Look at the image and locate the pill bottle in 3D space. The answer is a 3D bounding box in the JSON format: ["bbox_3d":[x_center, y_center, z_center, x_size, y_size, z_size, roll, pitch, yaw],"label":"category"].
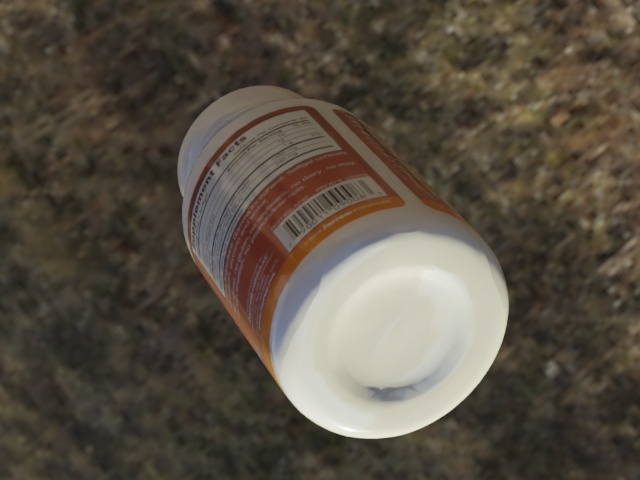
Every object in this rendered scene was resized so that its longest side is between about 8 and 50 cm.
[{"bbox_3d":[0.000,0.000,0.985,0.216,0.121,0.121,-129,23,-57],"label":"pill bottle"}]
